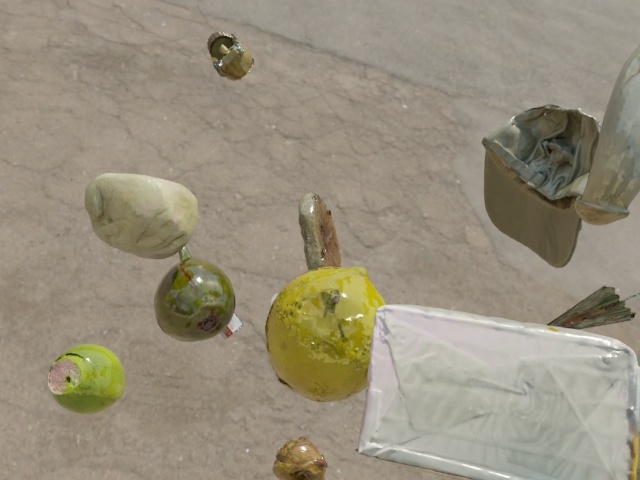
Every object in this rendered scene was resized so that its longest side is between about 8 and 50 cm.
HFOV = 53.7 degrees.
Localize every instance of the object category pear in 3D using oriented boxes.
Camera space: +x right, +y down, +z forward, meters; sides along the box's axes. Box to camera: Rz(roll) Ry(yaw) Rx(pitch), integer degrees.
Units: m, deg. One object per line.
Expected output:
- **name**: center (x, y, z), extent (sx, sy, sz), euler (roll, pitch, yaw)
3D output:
- **pear**: center (-0.608, 0.369, 1.683), extent (0.187, 0.187, 0.219), euler (52, 2, 30)

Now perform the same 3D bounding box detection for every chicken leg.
- **chicken leg**: center (-0.011, 0.477, 1.231), extent (0.087, 0.251, 0.107), euler (-45, 33, -24)

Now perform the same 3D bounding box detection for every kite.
- **kite**: center (0.540, 0.135, 1.226), extent (0.323, 0.268, 0.013), euler (25, 44, -51)

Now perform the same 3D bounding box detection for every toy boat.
- **toy boat**: center (-0.116, -0.231, 0.787), extent (0.049, 0.047, 0.149), euler (43, 8, -26)

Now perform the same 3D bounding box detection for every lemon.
- **lemon**: center (0.009, 0.128, 0.843), extent (0.174, 0.206, 0.173), euler (17, 38, -14)

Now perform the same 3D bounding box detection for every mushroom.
- **mushroom**: center (0.389, -0.144, 0.768), extent (0.103, 0.118, 0.270), euler (28, 77, 33)

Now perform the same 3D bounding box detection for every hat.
- **hat**: center (0.383, -0.094, 1.057), extent (0.149, 0.244, 0.214), euler (-38, 51, -10)

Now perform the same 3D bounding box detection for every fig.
- **fig**: center (-0.256, 0.075, 1.187), extent (0.151, 0.151, 0.259), euler (-4, 38, -30)

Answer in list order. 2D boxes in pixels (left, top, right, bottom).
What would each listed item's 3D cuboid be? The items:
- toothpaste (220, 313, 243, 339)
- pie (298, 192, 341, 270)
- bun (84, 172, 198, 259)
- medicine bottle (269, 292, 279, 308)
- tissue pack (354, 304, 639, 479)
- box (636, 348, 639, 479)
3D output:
- **toothpaste**: center (-0.262, 0.141, 1.484), extent (0.196, 0.047, 0.040), euler (51, 36, -1)
- **pie**: center (0.000, 0.000, 1.268), extent (0.046, 0.195, 0.195), euler (-11, 39, 13)
- **bun**: center (-0.307, -0.037, 1.058), extent (0.193, 0.178, 0.127), euler (6, 79, 15)
- **medicine bottle**: center (-0.030, 0.165, 1.635), extent (0.103, 0.187, 0.102), euler (40, 41, -46)
- **tissue pack**: center (0.134, 0.134, 0.536), extent (0.185, 0.225, 0.124), euler (7, 77, 9)
- **box**: center (0.341, 0.165, 0.554), extent (0.130, 0.086, 0.225), euler (28, 78, 1)
